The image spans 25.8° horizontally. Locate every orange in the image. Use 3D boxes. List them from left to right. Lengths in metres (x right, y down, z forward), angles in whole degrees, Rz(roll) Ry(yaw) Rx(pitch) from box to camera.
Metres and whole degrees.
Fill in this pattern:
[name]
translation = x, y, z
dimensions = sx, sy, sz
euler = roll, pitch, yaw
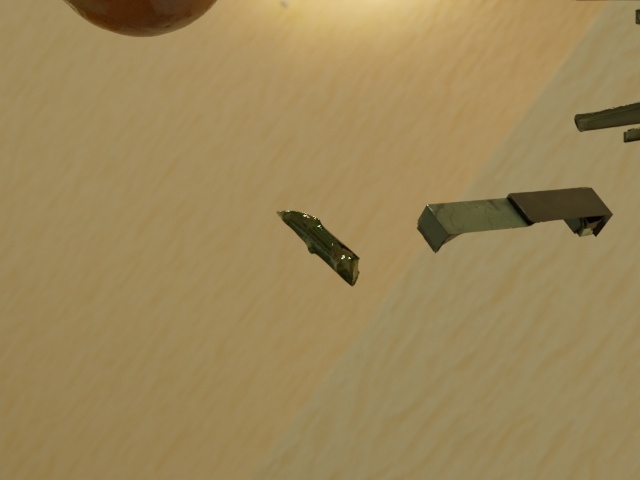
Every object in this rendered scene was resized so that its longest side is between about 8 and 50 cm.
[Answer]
[orange]
translation = -0.131, -0.223, 0.993
dimensions = 0.156, 0.124, 0.156
euler = 22, -42, 22

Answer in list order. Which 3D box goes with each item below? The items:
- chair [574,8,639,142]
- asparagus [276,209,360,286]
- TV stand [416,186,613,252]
[chair]
translation = 0.414, -0.167, 1.428
dimensions = 0.275, 0.190, 0.203
euler = 1, -1, 38
[asparagus]
translation = 0.000, 0.001, 1.150
dimensions = 0.108, 0.021, 0.025
euler = 42, -30, 37
[TV stand]
translation = 0.219, -0.023, 1.561
dimensions = 0.257, 0.040, 0.049
euler = -6, 49, -38
